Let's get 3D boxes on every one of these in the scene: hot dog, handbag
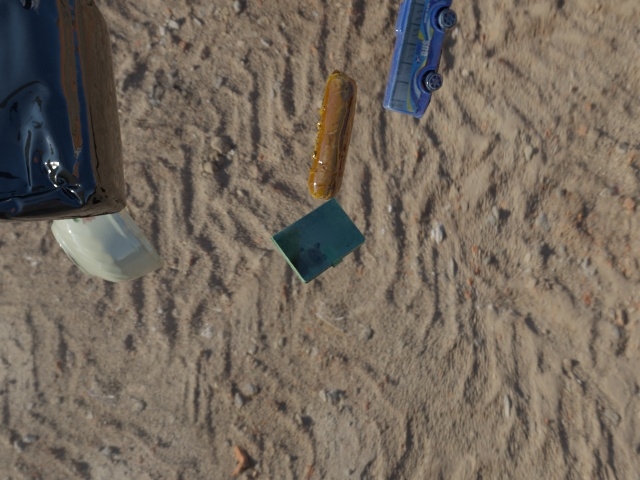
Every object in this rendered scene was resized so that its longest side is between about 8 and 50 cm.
[{"bbox_3d":[0.016,-0.133,0.687,0.045,0.071,0.165,10,98,5],"label":"hot dog"},{"bbox_3d":[-0.410,-0.163,0.709,0.275,0.178,0.302,-9,84,-1],"label":"handbag"}]

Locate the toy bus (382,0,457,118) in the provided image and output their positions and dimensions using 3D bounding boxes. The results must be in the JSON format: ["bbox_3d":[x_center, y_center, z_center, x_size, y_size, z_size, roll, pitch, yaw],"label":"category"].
[{"bbox_3d":[0.177,-0.346,0.975,0.094,0.079,0.237,6,106,-13],"label":"toy bus"}]

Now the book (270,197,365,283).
[{"bbox_3d":[0.000,0.000,0.908,0.135,0.017,0.103,-33,80,-20],"label":"book"}]

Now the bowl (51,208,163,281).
[{"bbox_3d":[-0.479,-0.016,1.168,0.145,0.277,0.277,-36,74,-14],"label":"bowl"}]
